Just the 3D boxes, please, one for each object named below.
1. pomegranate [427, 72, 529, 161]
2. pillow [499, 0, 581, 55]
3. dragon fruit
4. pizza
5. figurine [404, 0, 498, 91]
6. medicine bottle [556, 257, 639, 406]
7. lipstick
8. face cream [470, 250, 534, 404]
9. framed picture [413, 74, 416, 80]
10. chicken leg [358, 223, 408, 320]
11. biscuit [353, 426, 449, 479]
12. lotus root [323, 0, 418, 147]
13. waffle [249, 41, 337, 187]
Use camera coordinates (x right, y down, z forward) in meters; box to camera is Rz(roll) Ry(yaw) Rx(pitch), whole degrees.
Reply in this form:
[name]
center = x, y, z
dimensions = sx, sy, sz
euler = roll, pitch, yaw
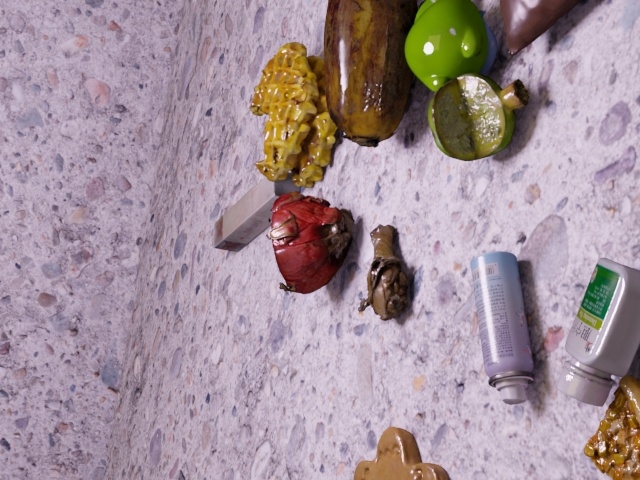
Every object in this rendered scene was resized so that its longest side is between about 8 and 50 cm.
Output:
[pomegranate]
center = 0.263, -0.209, 1.439
dimensions = 0.169, 0.122, 0.143
euler = -28, 83, 17
[pillow]
center = 0.365, -0.490, 1.340
dimensions = 0.305, 0.108, 0.307
euler = -41, 43, 52
[dragon fruit]
center = 0.000, -0.003, 1.826
dimensions = 0.148, 0.224, 0.218
euler = -11, 91, 21
[pizza]
center = 0.386, 0.262, 1.121
dimensions = 0.131, 0.041, 0.178
euler = -15, 68, 62
[figurine]
center = 0.222, -0.365, 1.548
dimensions = 0.162, 0.143, 0.263
euler = -42, 31, 29
[medicine bottle]
center = 0.370, 0.119, 1.136
dimensions = 0.119, 0.069, 0.183
euler = -113, 41, -81
[lipstick]
center = -0.171, -0.070, 2.248
dimensions = 0.371, 0.076, 0.079
euler = -35, 50, 54
[face cream]
center = 0.278, 0.134, 1.331
dimensions = 0.075, 0.075, 0.229
euler = -37, 49, 52
[framed picture]
center = 0.139, -0.408, 1.839
dimensions = 0.213, 0.016, 0.289
euler = -56, 36, 37
[chicken leg]
center = 0.118, 0.055, 1.662
dimensions = 0.125, 0.081, 0.196
euler = 139, 136, -68
[biscuit]
center = 0.141, 0.502, 1.494
dimensions = 0.275, 0.052, 0.354
euler = -57, 34, 37
[lotus root]
center = 0.096, -0.376, 1.679
dimensions = 0.196, 0.179, 0.397
euler = 6, -91, -84
[waffle]
center = -0.062, -0.296, 2.050
dimensions = 0.261, 0.151, 0.324
euler = -55, 37, 44
